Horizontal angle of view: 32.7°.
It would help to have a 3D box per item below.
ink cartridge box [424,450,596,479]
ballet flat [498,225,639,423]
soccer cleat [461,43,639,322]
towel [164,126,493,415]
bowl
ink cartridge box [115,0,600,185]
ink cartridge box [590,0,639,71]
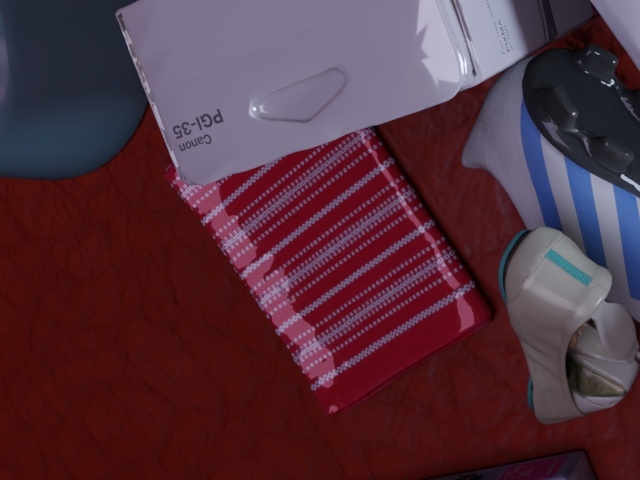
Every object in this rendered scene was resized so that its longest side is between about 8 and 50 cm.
[{"bbox_3d":[0.117,0.301,0.953,0.311,0.065,0.185,-20,97,31],"label":"ink cartridge box"},{"bbox_3d":[0.180,0.076,0.752,0.086,0.248,0.086,-9,60,16],"label":"ballet flat"},{"bbox_3d":[0.238,0.007,0.764,0.331,0.116,0.143,47,149,1],"label":"soccer cleat"},{"bbox_3d":[0.000,0.000,0.927,0.199,0.031,0.275,-35,89,33],"label":"towel"},{"bbox_3d":[-0.317,-0.185,0.957,0.312,0.163,0.311,10,112,27],"label":"bowl"},{"bbox_3d":[0.044,-0.147,0.696,0.207,0.283,0.117,-16,100,32],"label":"ink cartridge box"},{"bbox_3d":[0.169,-0.268,0.617,0.129,0.223,0.307,-36,88,34],"label":"ink cartridge box"}]
